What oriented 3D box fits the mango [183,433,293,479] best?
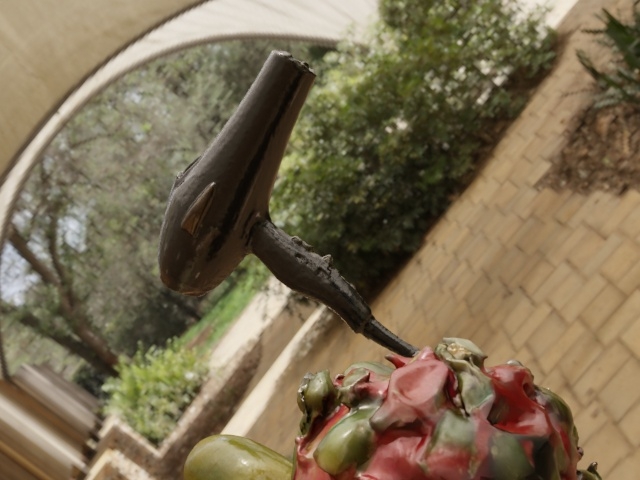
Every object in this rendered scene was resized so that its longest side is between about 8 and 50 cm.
[{"bbox_3d":[-0.073,0.239,0.832,0.191,0.122,0.085,-5,47,52],"label":"mango"}]

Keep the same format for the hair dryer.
[{"bbox_3d":[0.000,0.000,0.956,0.304,0.359,0.120,-56,-12,19],"label":"hair dryer"}]

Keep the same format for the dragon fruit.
[{"bbox_3d":[0.086,0.214,0.631,0.231,0.303,0.237,-3,32,29],"label":"dragon fruit"}]
